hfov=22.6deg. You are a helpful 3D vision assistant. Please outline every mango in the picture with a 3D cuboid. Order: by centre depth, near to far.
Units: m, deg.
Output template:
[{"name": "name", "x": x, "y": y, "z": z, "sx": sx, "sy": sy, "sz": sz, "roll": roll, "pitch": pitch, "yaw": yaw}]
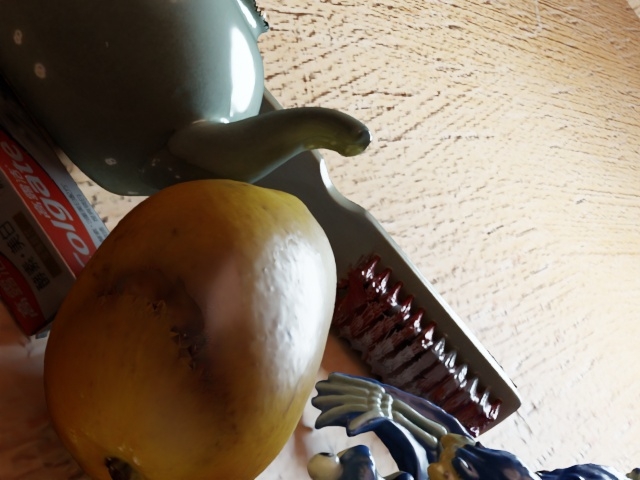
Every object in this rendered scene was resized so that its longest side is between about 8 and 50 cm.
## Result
[{"name": "mango", "x": -0.046, "y": 0.040, "z": 0.729, "sx": 0.112, "sy": 0.145, "sz": 0.219, "roll": 18, "pitch": 18, "yaw": 14}]

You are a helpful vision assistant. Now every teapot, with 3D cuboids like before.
[{"name": "teapot", "x": -0.103, "y": -0.119, "z": 0.821, "sx": 0.294, "sy": 0.129, "sz": 0.193, "roll": 55, "pitch": -2, "yaw": 28}]

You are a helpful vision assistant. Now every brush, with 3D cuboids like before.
[{"name": "brush", "x": 0.000, "y": 0.000, "z": 0.985, "sx": 0.321, "sy": 0.060, "sz": 0.050, "roll": 50, "pitch": 33, "yaw": -4}]

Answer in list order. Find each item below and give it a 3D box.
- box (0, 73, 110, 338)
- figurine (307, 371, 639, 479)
[{"name": "box", "x": -0.171, "y": -0.055, "z": 0.765, "sx": 0.218, "sy": 0.039, "sz": 0.055, "roll": 55, "pitch": 22, "yaw": 8}, {"name": "figurine", "x": 0.100, "y": 0.166, "z": 0.864, "sx": 0.262, "sy": 0.121, "sz": 0.164, "roll": 19, "pitch": 6, "yaw": -16}]
